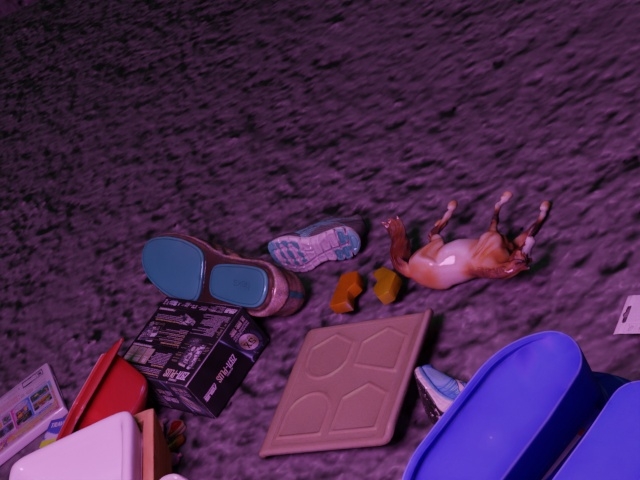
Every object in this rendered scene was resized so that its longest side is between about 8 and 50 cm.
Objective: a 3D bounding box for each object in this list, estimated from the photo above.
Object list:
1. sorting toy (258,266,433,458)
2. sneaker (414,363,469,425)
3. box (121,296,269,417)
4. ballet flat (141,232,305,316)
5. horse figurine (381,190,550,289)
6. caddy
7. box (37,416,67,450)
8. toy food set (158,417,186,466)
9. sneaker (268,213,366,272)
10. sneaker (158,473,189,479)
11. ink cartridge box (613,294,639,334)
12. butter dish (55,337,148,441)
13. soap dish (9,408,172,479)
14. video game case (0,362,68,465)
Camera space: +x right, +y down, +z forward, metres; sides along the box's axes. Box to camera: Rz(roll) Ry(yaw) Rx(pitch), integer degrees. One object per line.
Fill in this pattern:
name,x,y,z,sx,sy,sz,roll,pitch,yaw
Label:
sorting toy,0.052,0.157,1.925,0.229,0.041,0.307,-15,39,38
sneaker,0.172,0.195,1.755,0.073,0.063,0.162,-27,34,-16
box,-0.188,0.166,2.099,0.180,0.077,0.147,4,51,46
ballet flat,-0.142,0.060,2.167,0.316,0.106,0.107,19,97,46
horse figurine,0.192,0.008,1.947,0.263,0.066,0.174,-8,37,34
caddy,0.232,0.263,1.495,0.241,0.179,0.341,30,69,32
box,-0.366,0.319,2.115,0.109,0.042,0.178,-15,40,31
toy food set,-0.219,0.295,2.027,0.078,0.019,0.122,-13,32,32
sneaker,0.000,0.000,2.158,0.166,0.065,0.076,-8,26,33
sneaker,-0.154,0.405,1.704,0.114,0.152,0.305,-29,35,9
ink cartridge box,0.402,0.093,1.674,0.115,0.029,0.063,-4,46,42
butter dish,-0.288,0.247,2.036,0.160,0.118,0.160,-57,6,44
soap dish,-0.295,0.382,1.874,0.229,0.118,0.291,-26,41,18
video game case,-0.477,0.279,2.291,0.157,0.019,0.143,-38,33,-1
